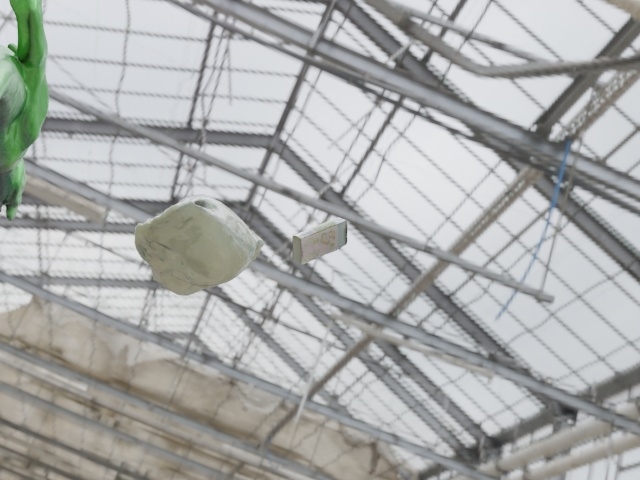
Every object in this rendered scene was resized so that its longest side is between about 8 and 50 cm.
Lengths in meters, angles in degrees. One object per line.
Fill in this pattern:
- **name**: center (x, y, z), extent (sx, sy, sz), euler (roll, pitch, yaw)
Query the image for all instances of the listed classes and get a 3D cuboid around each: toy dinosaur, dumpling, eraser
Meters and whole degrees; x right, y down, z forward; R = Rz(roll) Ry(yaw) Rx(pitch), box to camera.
- **toy dinosaur**: center (-0.356, -0.080, 0.938), extent (0.143, 0.500, 0.375), euler (2, -52, -16)
- **dumpling**: center (-0.171, 0.010, 1.213), extent (0.151, 0.124, 0.229), euler (-32, -32, 9)
- **eraser**: center (0.000, 0.000, 1.139), extent (0.019, 0.083, 0.038), euler (20, -59, 41)
